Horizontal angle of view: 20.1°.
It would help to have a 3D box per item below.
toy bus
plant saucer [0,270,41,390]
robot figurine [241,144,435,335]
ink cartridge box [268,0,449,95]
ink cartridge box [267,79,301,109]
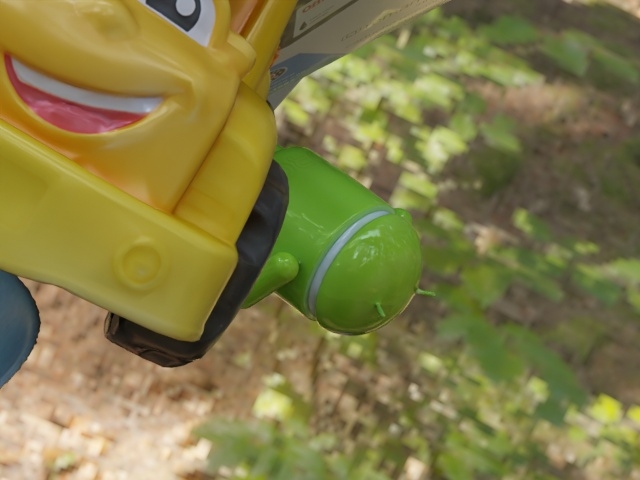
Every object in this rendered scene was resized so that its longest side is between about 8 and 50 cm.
[{"bbox_3d":[-0.050,-0.092,0.524,0.149,0.211,0.220,33,6,-13],"label":"toy bus"},{"bbox_3d":[-0.173,0.042,0.491,0.195,0.037,0.195,0,20,0],"label":"plant saucer"},{"bbox_3d":[0.000,0.000,0.860,0.115,0.067,0.101,36,33,25],"label":"robot figurine"},{"bbox_3d":[-0.005,-0.187,0.892,0.129,0.223,0.307,61,-9,8],"label":"ink cartridge box"},{"bbox_3d":[-0.095,-0.092,1.112,0.104,0.181,0.061,43,2,33],"label":"ink cartridge box"}]
